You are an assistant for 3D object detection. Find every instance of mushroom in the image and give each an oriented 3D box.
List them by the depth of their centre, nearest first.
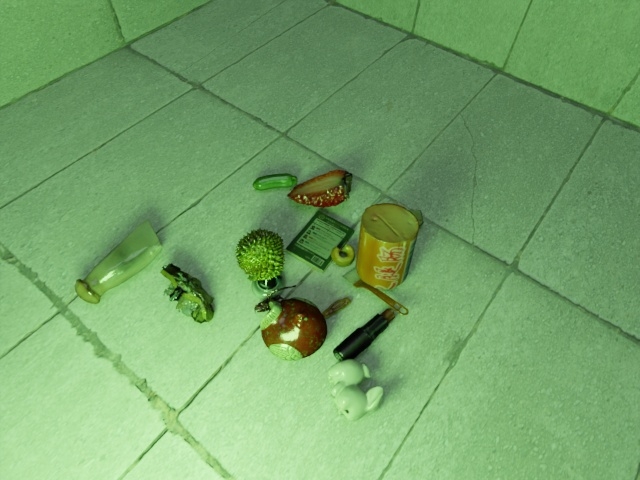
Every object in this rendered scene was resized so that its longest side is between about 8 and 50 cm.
[{"bbox_3d":[-0.800,0.092,1.753,0.154,0.137,0.407,35,63,7],"label":"mushroom"}]

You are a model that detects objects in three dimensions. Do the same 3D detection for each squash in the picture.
[{"bbox_3d":[-0.220,-0.285,2.077,0.219,0.068,0.077,-7,40,-6],"label":"squash"}]

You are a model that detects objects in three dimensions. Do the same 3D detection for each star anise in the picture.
[{"bbox_3d":[-0.177,0.232,1.695,0.191,0.097,0.070,-23,74,-17],"label":"star anise"}]

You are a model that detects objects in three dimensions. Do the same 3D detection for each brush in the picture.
[{"bbox_3d":[0.229,0.210,1.741,0.314,0.017,0.090,34,49,31],"label":"brush"}]

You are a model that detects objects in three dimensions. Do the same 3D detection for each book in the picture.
[{"bbox_3d":[0.000,0.000,1.909,0.202,0.027,0.264,29,59,17],"label":"book"}]

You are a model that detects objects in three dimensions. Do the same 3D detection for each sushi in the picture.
[{"bbox_3d":[-0.520,0.214,1.697,0.291,0.139,0.131,39,82,24],"label":"sushi"}]

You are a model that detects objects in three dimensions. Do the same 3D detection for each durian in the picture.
[{"bbox_3d":[-0.244,0.050,1.742,0.200,0.176,0.237,-17,32,12],"label":"durian"}]

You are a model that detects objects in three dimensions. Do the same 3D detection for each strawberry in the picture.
[{"bbox_3d":[0.009,-0.224,2.027,0.306,0.137,0.233,-12,32,20],"label":"strawberry"}]

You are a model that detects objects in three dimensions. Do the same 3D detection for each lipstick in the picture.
[{"bbox_3d":[0.174,0.358,1.632,0.300,0.081,0.081,-32,62,-28],"label":"lipstick"}]

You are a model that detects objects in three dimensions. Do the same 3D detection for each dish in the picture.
[{"bbox_3d":[-0.215,0.166,1.754,0.141,0.078,0.141,1,54,-1],"label":"dish"}]

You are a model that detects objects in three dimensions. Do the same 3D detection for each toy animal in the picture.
[{"bbox_3d":[0.118,0.514,1.492,0.178,0.127,0.193,-20,55,-17],"label":"toy animal"}]

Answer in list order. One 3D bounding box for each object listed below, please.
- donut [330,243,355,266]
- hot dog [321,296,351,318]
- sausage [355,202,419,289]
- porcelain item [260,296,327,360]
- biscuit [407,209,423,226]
[{"bbox_3d":[0.102,0.062,1.845,0.108,0.043,0.097,-18,72,-20],"label":"donut"},{"bbox_3d":[0.063,0.267,1.724,0.137,0.028,0.044,-28,53,-18],"label":"hot dog"},{"bbox_3d":[0.263,0.027,1.726,0.233,0.287,0.233,1,47,-1],"label":"sausage"},{"bbox_3d":[-0.095,0.308,1.567,0.253,0.253,0.253,1,55,-1],"label":"porcelain item"},{"bbox_3d":[0.347,-0.081,1.966,0.250,0.046,0.147,-1,54,-2],"label":"biscuit"}]
